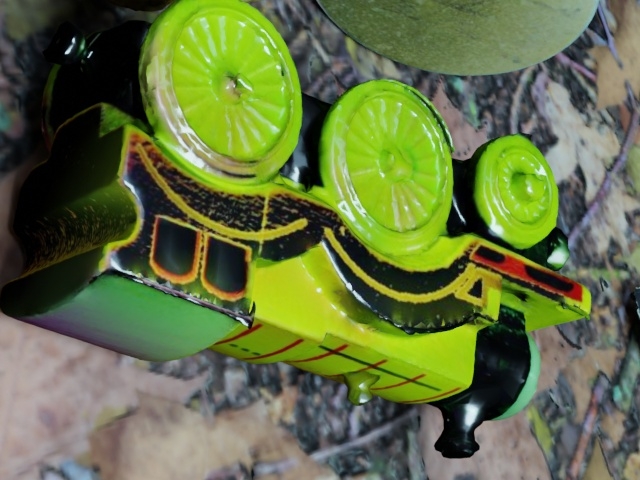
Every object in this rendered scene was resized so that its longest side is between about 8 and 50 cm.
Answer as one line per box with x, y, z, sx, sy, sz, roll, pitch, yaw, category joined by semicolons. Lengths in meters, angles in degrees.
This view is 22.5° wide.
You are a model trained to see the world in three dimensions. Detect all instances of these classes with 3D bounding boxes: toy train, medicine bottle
0.000;0.000;0.726;0.296;0.100;0.160;20;66;-35;toy train
0.097;-0.259;0.883;0.151;0.151;0.322;35;52;-28;medicine bottle

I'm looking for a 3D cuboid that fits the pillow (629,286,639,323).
0.261;0.120;0.950;0.141;0.055;0.208;-6;77;-38;pillow

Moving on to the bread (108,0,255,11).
-0.091;-0.202;0.698;0.236;0.120;0.198;26;50;-32;bread
